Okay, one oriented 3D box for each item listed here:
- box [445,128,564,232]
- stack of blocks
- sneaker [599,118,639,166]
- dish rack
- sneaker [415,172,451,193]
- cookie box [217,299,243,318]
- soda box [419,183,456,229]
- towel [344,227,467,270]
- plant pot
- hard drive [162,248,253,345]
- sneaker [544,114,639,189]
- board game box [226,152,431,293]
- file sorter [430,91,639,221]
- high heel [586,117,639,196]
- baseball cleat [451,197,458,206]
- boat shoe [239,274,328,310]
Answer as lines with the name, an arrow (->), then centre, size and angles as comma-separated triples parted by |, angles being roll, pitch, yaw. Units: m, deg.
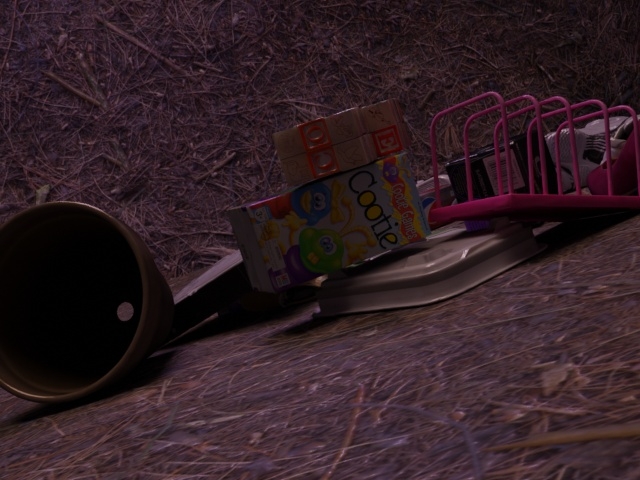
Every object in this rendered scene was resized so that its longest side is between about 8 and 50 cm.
box -> 0.372, -0.114, 1.814 | 0.143, 0.165, 0.270 | -17, 5, 27
stack of blocks -> 0.044, -0.164, 1.496 | 0.171, 0.087, 0.297 | -17, 5, 13
sneaker -> 0.672, -0.206, 1.923 | 0.090, 0.115, 0.232 | 25, 39, 36
dish rack -> 0.161, 0.037, 1.465 | 0.286, 0.072, 0.333 | -21, 6, -37
sneaker -> 0.266, -0.104, 2.532 | 0.350, 0.131, 0.148 | -9, 2, 42
cookie box -> -0.180, 0.127, 1.951 | 0.092, 0.040, 0.107 | -20, 4, -6
soda box -> 0.210, -0.054, 2.228 | 0.263, 0.092, 0.083 | -20, 5, -27
towel -> 0.138, 0.030, 1.879 | 0.248, 0.038, 0.325 | -19, 2, -23
plant pot -> -0.391, 0.116, 1.578 | 0.323, 0.323, 0.280 | -18, -13, 9
hard drive -> -0.168, 0.067, 1.771 | 0.339, 0.064, 0.237 | -33, 7, 32
sneaker -> 0.619, -0.203, 2.129 | 0.366, 0.137, 0.210 | -13, 4, 2
board game box -> 0.012, -0.029, 1.477 | 0.275, 0.144, 0.142 | -21, 5, -18
file sorter -> 0.349, -0.130, 1.486 | 0.291, 0.182, 0.202 | -1, -5, -29
high heel -> 0.567, -0.174, 1.626 | 0.127, 0.181, 0.377 | -20, 5, -15
baseball cleat -> 0.355, -0.078, 2.074 | 0.109, 0.072, 0.206 | -31, 8, -40
boat shoe -> -0.072, 0.100, 1.732 | 0.190, 0.068, 0.072 | -19, 20, 19
